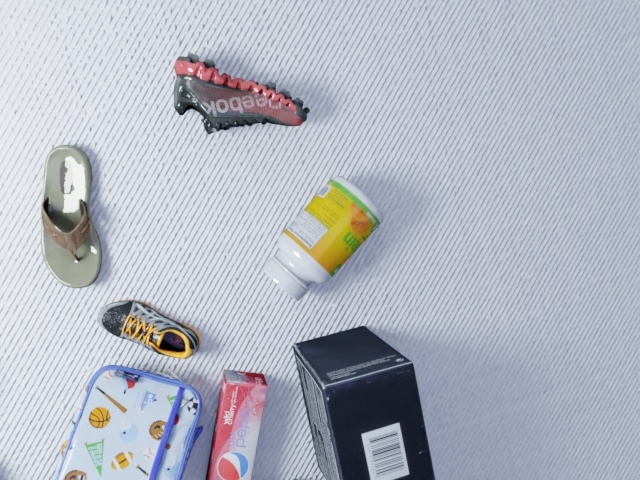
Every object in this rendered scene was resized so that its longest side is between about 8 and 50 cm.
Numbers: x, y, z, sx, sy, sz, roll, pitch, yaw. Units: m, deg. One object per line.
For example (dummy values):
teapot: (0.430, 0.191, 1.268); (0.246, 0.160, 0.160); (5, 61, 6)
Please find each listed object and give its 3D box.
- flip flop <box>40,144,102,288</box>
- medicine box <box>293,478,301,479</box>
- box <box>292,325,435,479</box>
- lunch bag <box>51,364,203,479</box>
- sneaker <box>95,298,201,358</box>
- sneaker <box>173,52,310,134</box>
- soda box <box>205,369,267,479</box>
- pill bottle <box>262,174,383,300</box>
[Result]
flip flop: (-0.482, -0.044, 1.174); (0.112, 0.080, 0.277); (0, 96, -11)
medicine box: (0.021, 0.670, 1.236); (0.149, 0.263, 0.290); (-26, 104, -39)
box: (0.081, 0.355, 1.219); (0.182, 0.294, 0.297); (-13, 98, -13)
lunch bag: (-0.362, 0.395, 1.188); (0.243, 0.115, 0.304); (20, 69, -10)
sneaker: (-0.341, 0.179, 1.225); (0.214, 0.083, 0.084); (19, 93, -11)
sneaker: (-0.163, -0.261, 1.207); (0.275, 0.097, 0.135); (17, 92, -10)
soda box: (-0.178, 0.411, 1.282); (0.092, 0.083, 0.264); (9, 95, -12)
pill bottle: (0.000, 0.000, 1.247); (0.136, 0.136, 0.246); (43, 87, -12)
